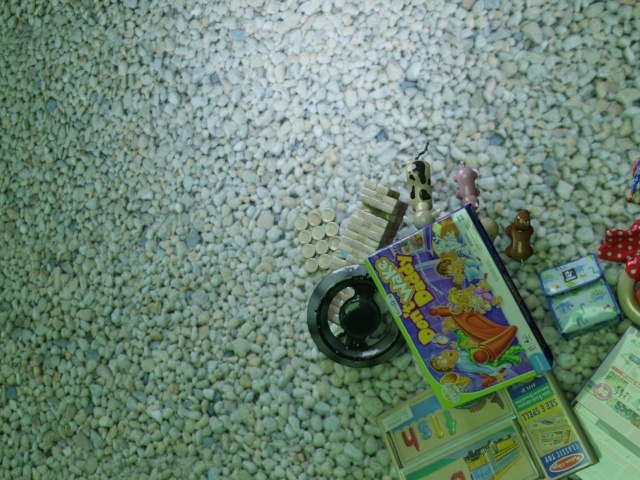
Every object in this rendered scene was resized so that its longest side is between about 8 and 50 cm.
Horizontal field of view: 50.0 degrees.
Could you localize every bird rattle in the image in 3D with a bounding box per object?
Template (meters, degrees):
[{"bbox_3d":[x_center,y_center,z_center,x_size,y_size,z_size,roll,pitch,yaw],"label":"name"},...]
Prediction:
[{"bbox_3d":[0.673,0.081,1.363,0.254,0.143,0.206,18,106,25],"label":"bird rattle"}]

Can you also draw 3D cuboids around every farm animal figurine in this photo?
[{"bbox_3d":[0.284,0.001,1.456,0.330,0.172,0.326,28,96,6],"label":"farm animal figurine"}]

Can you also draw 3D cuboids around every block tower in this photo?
[{"bbox_3d":[0.089,0.037,1.549,0.091,0.097,0.335,24,96,24],"label":"block tower"}]

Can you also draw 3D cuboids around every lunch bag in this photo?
[{"bbox_3d":[0.539,0.114,1.432,0.129,0.096,0.151,-23,62,19],"label":"lunch bag"}]

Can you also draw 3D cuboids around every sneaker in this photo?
[{"bbox_3d":[0.036,0.219,1.652,0.109,0.040,0.043,-32,57,12],"label":"sneaker"}]

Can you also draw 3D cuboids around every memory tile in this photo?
[{"bbox_3d":[0.000,0.000,1.699,0.113,0.012,0.148,-18,77,19],"label":"memory tile"}]

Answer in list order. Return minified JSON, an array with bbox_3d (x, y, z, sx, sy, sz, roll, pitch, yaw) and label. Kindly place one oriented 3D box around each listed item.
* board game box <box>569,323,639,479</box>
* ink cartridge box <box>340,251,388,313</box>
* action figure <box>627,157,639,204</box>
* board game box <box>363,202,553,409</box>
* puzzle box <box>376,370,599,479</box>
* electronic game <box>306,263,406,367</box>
[{"bbox_3d":[0.617,0.352,1.345,0.224,0.097,0.303,38,103,24],"label":"board game box"},{"bbox_3d":[0.141,0.073,1.608,0.104,0.060,0.180,-35,73,16],"label":"ink cartridge box"},{"bbox_3d":[0.672,-0.135,1.436,0.038,0.030,0.115,12,87,28],"label":"action figure"},{"bbox_3d":[0.272,0.134,1.365,0.233,0.078,0.347,-29,89,23],"label":"board game box"},{"bbox_3d":[0.328,0.414,1.434,0.409,0.052,0.272,-36,59,25],"label":"puzzle box"},{"bbox_3d":[0.085,0.163,1.478,0.229,0.048,0.229,0,98,2],"label":"electronic game"}]
